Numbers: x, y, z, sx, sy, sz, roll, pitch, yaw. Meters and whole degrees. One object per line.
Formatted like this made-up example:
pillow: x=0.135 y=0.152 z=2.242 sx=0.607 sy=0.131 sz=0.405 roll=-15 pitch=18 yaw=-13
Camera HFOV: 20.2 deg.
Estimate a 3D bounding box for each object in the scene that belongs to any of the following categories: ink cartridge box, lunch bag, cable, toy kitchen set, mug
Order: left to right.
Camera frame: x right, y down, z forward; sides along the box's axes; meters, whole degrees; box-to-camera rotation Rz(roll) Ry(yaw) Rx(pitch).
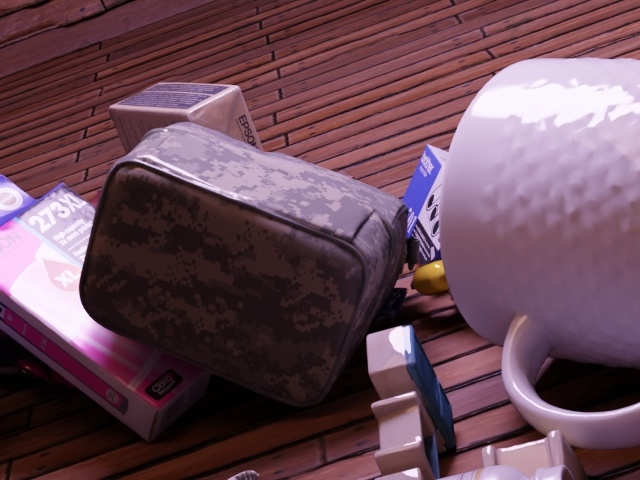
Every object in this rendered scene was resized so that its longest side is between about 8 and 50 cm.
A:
ink cartridge box: x=-0.265 y=0.051 z=1.941 sx=0.371 sy=0.069 sz=0.176 roll=34 pitch=45 yaw=17
ink cartridge box: x=-0.143 y=-0.073 z=2.204 sx=0.088 sy=0.234 sz=0.193 roll=-32 pitch=24 yaw=-28
lunch bag: x=-0.062 y=0.004 z=1.854 sx=0.305 sy=0.212 sz=0.256 roll=21 pitch=27 yaw=8
ink cartridge box: x=0.139 y=-0.032 z=2.021 sx=0.046 sy=0.097 sz=0.207 roll=20 pitch=14 yaw=-14
toy kitchen set: x=0.139 y=0.171 z=1.532 sx=0.166 sy=0.122 sz=0.207 roll=-16 pitch=41 yaw=12
cable: x=0.170 y=0.019 z=1.787 sx=0.139 sy=0.072 sz=0.287 roll=-10 pitch=-3 yaw=-4
mug: x=0.292 y=0.018 z=1.549 sx=0.328 sy=0.276 sz=0.374 roll=6 pitch=56 yaw=42

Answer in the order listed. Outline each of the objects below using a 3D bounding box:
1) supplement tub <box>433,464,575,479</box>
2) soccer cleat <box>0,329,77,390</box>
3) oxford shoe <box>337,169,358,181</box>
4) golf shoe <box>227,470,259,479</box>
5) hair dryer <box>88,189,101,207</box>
supplement tub: x=0.095 y=0.244 z=1.294 sx=0.200 sy=0.144 sz=0.144 roll=-15 pitch=21 yaw=13
soccer cleat: x=-0.335 y=0.100 z=2.117 sx=0.331 sy=0.116 sz=0.143 roll=-4 pitch=26 yaw=39
oxford shoe: x=0.000 y=0.000 z=2.129 sx=0.076 sy=0.076 sz=0.212 roll=33 pitch=57 yaw=16
golf shoe: x=-0.106 y=0.262 z=1.562 sx=0.086 sy=0.069 sz=0.176 roll=-15 pitch=19 yaw=31
hair dryer: x=-0.218 y=-0.033 z=2.450 sx=0.224 sy=0.080 sz=0.293 roll=-15 pitch=20 yaw=-33
